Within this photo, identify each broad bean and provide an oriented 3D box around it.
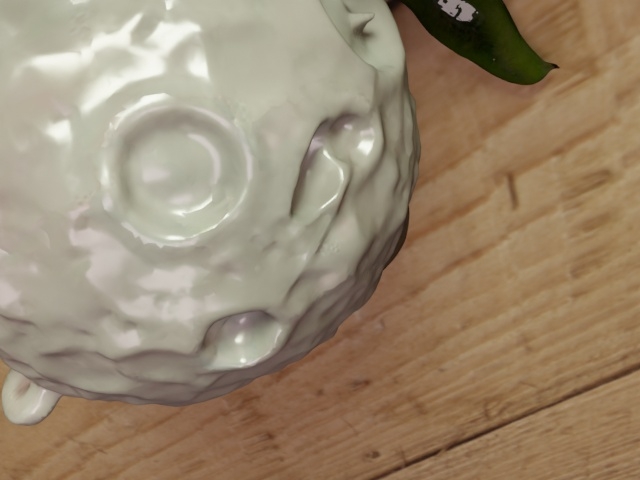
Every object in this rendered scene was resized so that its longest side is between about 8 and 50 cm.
[{"bbox_3d":[0.063,-0.196,0.541,0.297,0.043,0.060,28,139,-19],"label":"broad bean"}]

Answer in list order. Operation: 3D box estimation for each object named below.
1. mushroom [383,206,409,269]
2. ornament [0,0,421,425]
[{"bbox_3d":[0.000,0.000,0.666,0.188,0.141,0.117,-22,150,25],"label":"mushroom"},{"bbox_3d":[-0.093,-0.066,0.474,0.337,0.337,0.337,2,132,2],"label":"ornament"}]
